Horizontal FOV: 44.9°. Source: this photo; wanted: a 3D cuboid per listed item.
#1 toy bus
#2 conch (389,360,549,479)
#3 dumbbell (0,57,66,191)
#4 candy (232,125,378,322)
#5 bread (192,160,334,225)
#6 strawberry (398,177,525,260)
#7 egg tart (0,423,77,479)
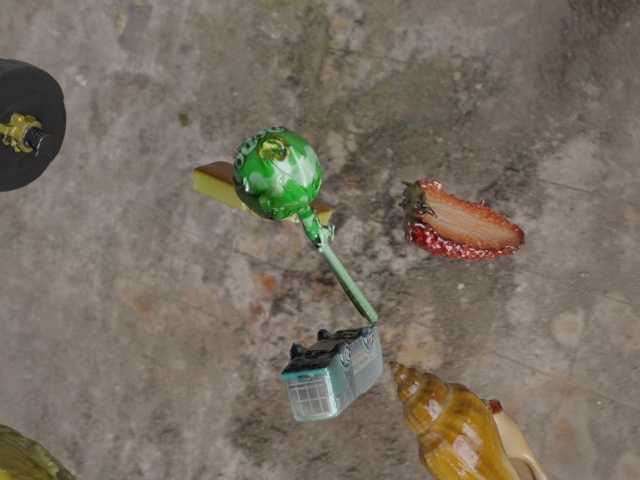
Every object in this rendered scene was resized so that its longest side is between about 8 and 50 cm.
[{"bbox_3d":[0.025,0.192,1.183,0.091,0.261,0.109,-12,91,22],"label":"toy bus"},{"bbox_3d":[0.178,0.247,0.822,0.093,0.109,0.330,-33,103,22],"label":"conch"},{"bbox_3d":[-0.525,-0.200,1.107,0.388,0.185,0.185,25,100,24],"label":"dumbbell"},{"bbox_3d":[0.002,-0.002,0.912,0.097,0.323,0.097,-18,42,17],"label":"candy"},{"bbox_3d":[-0.095,-0.069,1.252,0.226,0.088,0.049,24,112,25],"label":"bread"},{"bbox_3d":[0.206,-0.006,1.169,0.208,0.167,0.087,26,119,-11],"label":"strawberry"},{"bbox_3d":[-0.328,0.264,0.703,0.231,0.098,0.252,-14,54,-12],"label":"egg tart"}]
